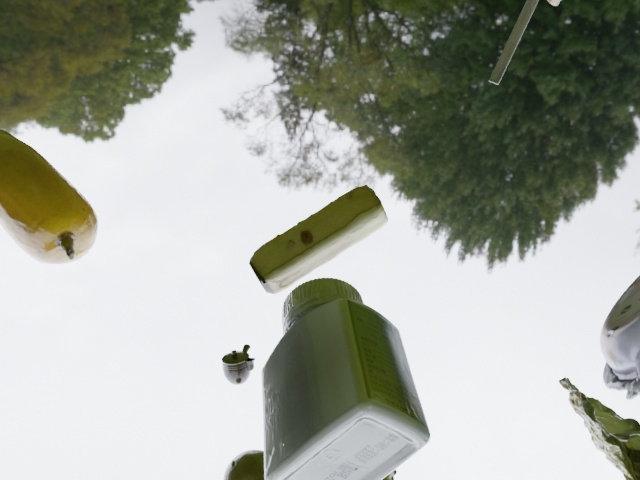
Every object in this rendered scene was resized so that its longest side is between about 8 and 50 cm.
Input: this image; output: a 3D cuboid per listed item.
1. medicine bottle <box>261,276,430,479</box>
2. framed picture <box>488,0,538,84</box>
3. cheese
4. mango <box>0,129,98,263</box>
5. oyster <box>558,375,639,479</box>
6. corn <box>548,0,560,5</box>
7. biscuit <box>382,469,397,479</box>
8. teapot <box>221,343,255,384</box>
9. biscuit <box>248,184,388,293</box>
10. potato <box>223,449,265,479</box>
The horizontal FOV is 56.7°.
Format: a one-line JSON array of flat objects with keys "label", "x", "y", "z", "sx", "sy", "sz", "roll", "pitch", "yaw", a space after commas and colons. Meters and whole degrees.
[{"label": "medicine bottle", "x": 0.012, "y": 0.125, "z": 0.549, "sx": 0.088, "sy": 0.132, "sz": 0.188, "roll": 33, "pitch": -154, "yaw": -26}, {"label": "framed picture", "x": 0.336, "y": -0.384, "z": 0.923, "sx": 0.016, "sy": 0.289, "sz": 0.213, "roll": 25, "pitch": -160, "yaw": 9}, {"label": "cheese", "x": 0.268, "y": 0.039, "z": 0.444, "sx": 0.052, "sy": 0.135, "sz": 0.244, "roll": 43, "pitch": -141, "yaw": 11}, {"label": "mango", "x": -0.443, "y": -0.072, "z": 0.912, "sx": 0.119, "sy": 0.176, "sz": 0.317, "roll": -40, "pitch": -116, "yaw": -9}, {"label": "oyster", "x": 0.305, "y": 0.192, "z": 0.617, "sx": 0.121, "sy": 0.045, "sz": 0.146, "roll": 5, "pitch": -158, "yaw": -37}, {"label": "corn", "x": 0.315, "y": -0.363, "z": 0.517, "sx": 0.130, "sy": 0.347, "sz": 0.130, "roll": 16, "pitch": -132, "yaw": -19}, {"label": "biscuit", "x": 0.054, "y": 0.264, "z": 0.744, "sx": 0.016, "sy": 0.139, "sz": 0.232, "roll": -17, "pitch": -134, "yaw": 43}, {"label": "teapot", "x": -0.183, "y": 0.290, "z": 1.415, "sx": 0.085, "sy": 0.080, "sz": 0.110, "roll": -1, "pitch": -164, "yaw": 16}, {"label": "biscuit", "x": 0.000, "y": 0.000, "z": 0.758, "sx": 0.188, "sy": 0.052, "sz": 0.056, "roll": -34, "pitch": -135, "yaw": -7}, {"label": "potato", "x": -0.155, "y": 0.562, "z": 1.383, "sx": 0.157, "sy": 0.157, "sz": 0.194, "roll": 0, "pitch": -179, "yaw": -8}]
